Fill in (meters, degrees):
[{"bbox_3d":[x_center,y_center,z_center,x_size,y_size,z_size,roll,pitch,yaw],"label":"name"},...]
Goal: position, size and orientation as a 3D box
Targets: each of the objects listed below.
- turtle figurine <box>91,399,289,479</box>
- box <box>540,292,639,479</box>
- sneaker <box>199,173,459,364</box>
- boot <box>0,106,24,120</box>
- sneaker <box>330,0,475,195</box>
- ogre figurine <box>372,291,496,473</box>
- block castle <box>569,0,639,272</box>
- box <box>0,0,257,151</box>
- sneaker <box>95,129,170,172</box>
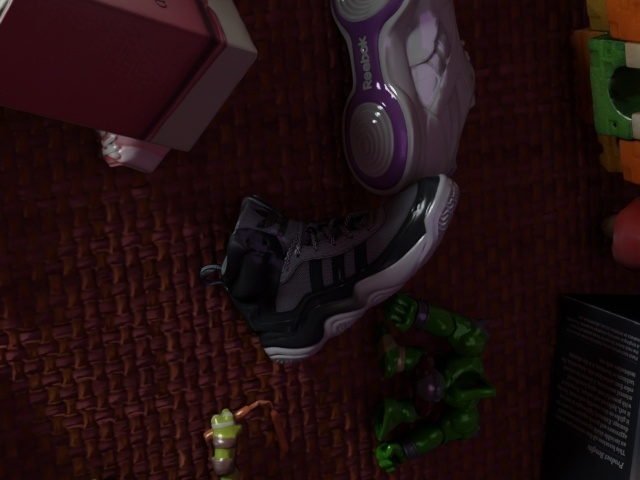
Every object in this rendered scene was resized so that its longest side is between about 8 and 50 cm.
[{"bbox_3d":[-0.123,0.302,1.260,0.217,0.087,0.270,-1,99,-23],"label":"turtle figurine"},{"bbox_3d":[0.427,0.222,1.432,0.296,0.182,0.294,1,99,-23],"label":"box"},{"bbox_3d":[0.000,0.000,1.213,0.153,0.101,0.268,41,116,-15],"label":"sneaker"},{"bbox_3d":[-0.324,-0.106,1.118,0.152,0.073,0.197,-13,106,-25],"label":"boot"},{"bbox_3d":[0.091,-0.200,1.276,0.152,0.114,0.305,-4,97,-48],"label":"sneaker"},{"bbox_3d":[0.120,0.153,1.336,0.118,0.097,0.197,0,88,-11],"label":"ogre figurine"},{"bbox_3d":[0.436,-0.198,1.355,0.303,0.212,0.453,-21,113,-31],"label":"block castle"},{"bbox_3d":[-0.195,-0.188,1.063,0.232,0.149,0.127,11,131,-41],"label":"box"},{"bbox_3d":[-0.199,-0.112,1.179,0.134,0.051,0.070,33,80,-28],"label":"sneaker"}]
